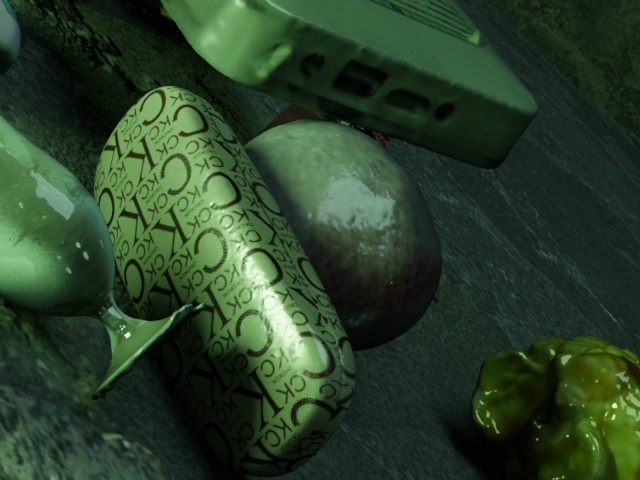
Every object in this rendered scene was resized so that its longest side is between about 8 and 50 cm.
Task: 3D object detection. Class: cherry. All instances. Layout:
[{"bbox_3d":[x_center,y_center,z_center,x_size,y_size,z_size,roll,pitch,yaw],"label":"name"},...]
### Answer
[{"bbox_3d":[0.000,0.000,1.469,0.213,0.183,0.266,52,33,17],"label":"cherry"}]

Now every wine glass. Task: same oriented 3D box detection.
[{"bbox_3d":[-0.191,0.001,1.171,0.222,0.103,0.103,47,18,-2],"label":"wine glass"}]

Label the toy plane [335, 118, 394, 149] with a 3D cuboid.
[{"bbox_3d":[0.025,-0.188,2.132,0.189,0.061,0.130,42,19,-2],"label":"toy plane"}]

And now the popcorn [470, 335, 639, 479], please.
[{"bbox_3d":[0.263,0.197,1.657,0.216,0.181,0.235,29,20,-39],"label":"popcorn"}]

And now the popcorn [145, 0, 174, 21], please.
[{"bbox_3d":[-0.102,-0.342,1.897,0.259,0.259,0.212,30,-7,-41],"label":"popcorn"}]

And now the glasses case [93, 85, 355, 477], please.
[{"bbox_3d":[-0.083,0.026,1.309,0.085,0.137,0.355,17,34,-45],"label":"glasses case"}]

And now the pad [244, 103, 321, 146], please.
[{"bbox_3d":[0.015,-0.069,1.940,0.202,0.005,0.300,46,18,-3],"label":"pad"}]

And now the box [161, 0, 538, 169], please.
[{"bbox_3d":[-0.013,-0.245,1.611,0.396,0.111,0.397,15,31,-41],"label":"box"}]

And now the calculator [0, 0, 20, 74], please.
[{"bbox_3d":[-0.359,-0.221,1.349,0.293,0.051,0.173,20,34,-55],"label":"calculator"}]
